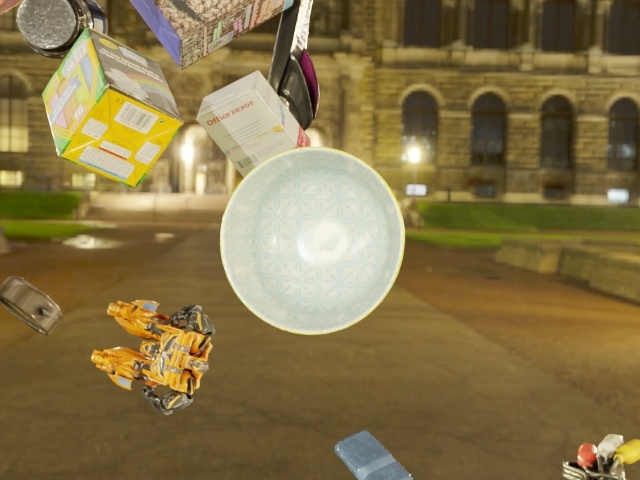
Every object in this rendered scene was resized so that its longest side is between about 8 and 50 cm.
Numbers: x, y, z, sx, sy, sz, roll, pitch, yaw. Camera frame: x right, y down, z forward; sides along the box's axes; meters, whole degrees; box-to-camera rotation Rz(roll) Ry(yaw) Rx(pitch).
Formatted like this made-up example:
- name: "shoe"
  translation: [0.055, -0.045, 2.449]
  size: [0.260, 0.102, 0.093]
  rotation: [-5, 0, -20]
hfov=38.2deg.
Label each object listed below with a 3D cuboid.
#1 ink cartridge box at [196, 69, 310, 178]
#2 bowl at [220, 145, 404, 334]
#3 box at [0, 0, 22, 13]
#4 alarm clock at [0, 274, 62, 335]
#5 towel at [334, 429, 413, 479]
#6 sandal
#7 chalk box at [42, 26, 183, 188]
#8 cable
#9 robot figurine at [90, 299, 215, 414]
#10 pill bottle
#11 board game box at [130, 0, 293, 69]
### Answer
- name: "ink cartridge box"
  translation: [-0.117, -0.200, 1.654]
  size: [0.127, 0.175, 0.072]
  rotation: [-22, 36, 24]
- name: "bowl"
  translation: [0.000, 0.000, 1.479]
  size: [0.289, 0.289, 0.156]
  rotation: [2, 0, 12]
- name: "box"
  translation: [-0.494, -0.519, 1.532]
  size: [0.300, 0.154, 0.142]
  rotation: [-25, 19, 42]
- name: "alarm clock"
  translation: [-0.541, 0.124, 1.743]
  size: [0.192, 0.064, 0.129]
  rotation: [15, -30, 51]
- name: "towel"
  translation: [0.076, 0.321, 1.299]
  size: [0.067, 0.029, 0.119]
  rotation: [-13, 39, -34]
- name: "sandal"
  translation: [-0.054, -0.364, 2.107]
  size: [0.107, 0.446, 0.167]
  rotation: [15, 28, 7]
- name: "chalk box"
  translation: [-0.306, -0.203, 1.328]
  size: [0.132, 0.132, 0.213]
  rotation: [23, 26, -38]
- name: "cable"
  translation: [0.433, 0.359, 1.460]
  size: [0.139, 0.072, 0.287]
  rotation: [-11, -7, 25]
- name: "robot figurine"
  translation: [-0.318, 0.211, 1.763]
  size: [0.291, 0.211, 0.085]
  rotation: [8, -11, 46]
- name: "pill bottle"
  translation: [-0.439, -0.369, 1.566]
  size: [0.122, 0.123, 0.219]
  rotation: [1, 10, -2]
- name: "board game box"
  translation: [-0.230, -0.535, 1.887]
  size: [0.291, 0.232, 0.141]
  rotation: [-35, -8, -16]
